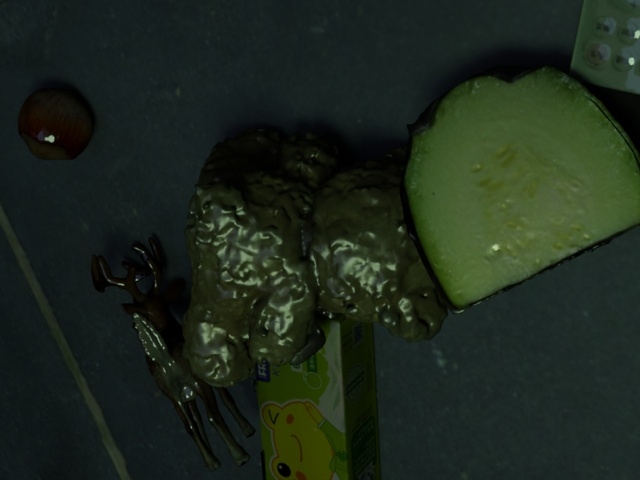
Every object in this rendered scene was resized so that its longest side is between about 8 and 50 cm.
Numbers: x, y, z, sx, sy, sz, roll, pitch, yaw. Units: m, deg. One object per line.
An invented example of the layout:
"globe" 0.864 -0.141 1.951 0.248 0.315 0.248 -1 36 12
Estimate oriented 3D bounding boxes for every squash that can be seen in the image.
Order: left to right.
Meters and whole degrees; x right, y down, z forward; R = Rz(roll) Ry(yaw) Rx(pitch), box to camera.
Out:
"squash" 0.165 -0.048 0.857 0.192 0.085 0.184 -26 68 15

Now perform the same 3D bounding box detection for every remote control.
"remote control" 0.252 -0.191 0.804 0.090 0.038 0.309 19 117 24

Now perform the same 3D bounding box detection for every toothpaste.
"toothpaste" -0.002 0.206 1.085 0.110 0.077 0.327 6 112 27

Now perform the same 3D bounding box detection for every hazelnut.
"hazelnut" -0.294 -0.129 1.134 0.086 0.086 0.086 11 114 27

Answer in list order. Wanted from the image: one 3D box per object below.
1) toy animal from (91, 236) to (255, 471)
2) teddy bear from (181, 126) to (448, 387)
"toy animal" -0.150 0.108 1.069 0.260 0.087 0.243 62 165 0
"teddy bear" 0.000 0.000 0.938 0.256 0.156 0.267 2 71 5
